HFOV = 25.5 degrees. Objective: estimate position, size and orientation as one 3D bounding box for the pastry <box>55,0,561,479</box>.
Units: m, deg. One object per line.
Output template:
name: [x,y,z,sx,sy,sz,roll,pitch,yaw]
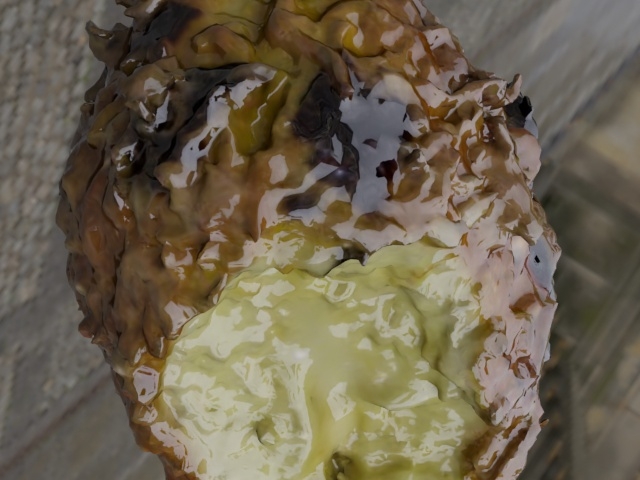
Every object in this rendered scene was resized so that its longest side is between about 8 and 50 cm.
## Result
pastry: [0.001,-0.002,0.883,0.337,0.292,0.405,-99,170,-50]
